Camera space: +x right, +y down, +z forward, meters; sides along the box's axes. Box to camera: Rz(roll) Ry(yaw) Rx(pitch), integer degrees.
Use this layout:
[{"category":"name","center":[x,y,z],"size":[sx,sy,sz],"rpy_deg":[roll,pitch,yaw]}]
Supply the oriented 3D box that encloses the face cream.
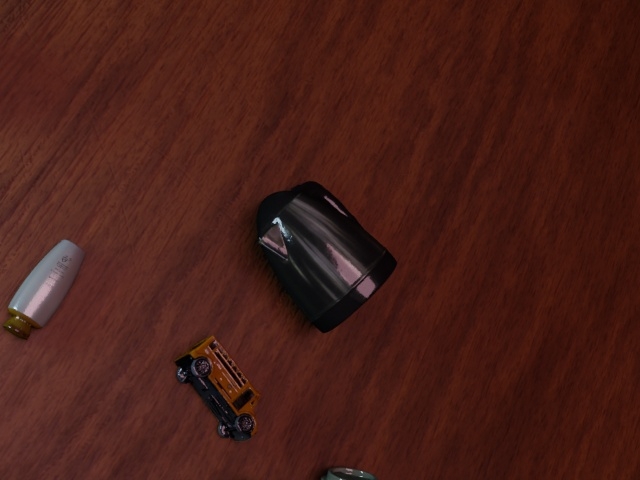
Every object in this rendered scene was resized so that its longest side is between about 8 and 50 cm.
[{"category":"face cream","center":[-0.474,0.084,1.356],"size":[0.072,0.051,0.182],"rpy_deg":[36,64,-18]}]

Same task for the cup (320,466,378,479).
[{"category":"cup","center":[0.049,0.516,1.508],"size":[0.120,0.120,0.141],"rpy_deg":[12,88,-25]}]

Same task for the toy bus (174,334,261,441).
[{"category":"toy bus","center":[-0.177,0.274,1.450],"size":[0.088,0.083,0.194],"rpy_deg":[-40,97,-38]}]

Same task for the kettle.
[{"category":"kettle","center":[-0.001,0.002,1.540],"size":[0.271,0.207,0.251],"rpy_deg":[45,70,-3]}]
